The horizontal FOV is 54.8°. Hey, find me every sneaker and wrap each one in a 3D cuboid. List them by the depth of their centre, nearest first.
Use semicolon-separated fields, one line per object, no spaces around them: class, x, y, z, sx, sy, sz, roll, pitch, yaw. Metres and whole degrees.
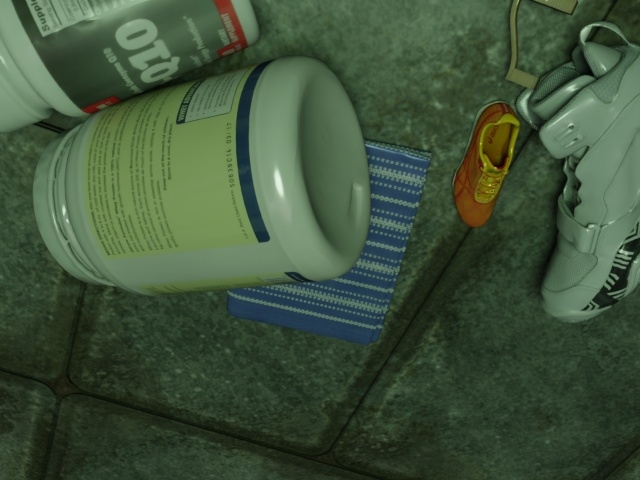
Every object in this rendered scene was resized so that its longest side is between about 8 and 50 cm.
sneaker;0.316;-0.074;0.745;0.210;0.137;0.366;20;119;-8
sneaker;0.206;-0.087;0.780;0.064;0.067;0.175;2;126;0

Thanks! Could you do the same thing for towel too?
towel;0.000;0.000;0.876;0.243;0.040;0.336;12;122;-2

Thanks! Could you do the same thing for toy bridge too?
toy bridge;0.246;-0.263;0.668;0.063;0.026;0.188;28;114;17

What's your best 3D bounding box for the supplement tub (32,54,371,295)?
supplement tub;-0.128;-0.060;0.698;0.324;0.235;0.235;-6;124;24

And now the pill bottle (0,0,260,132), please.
pill bottle;-0.218;-0.223;0.619;0.283;0.161;0.161;-23;121;0
